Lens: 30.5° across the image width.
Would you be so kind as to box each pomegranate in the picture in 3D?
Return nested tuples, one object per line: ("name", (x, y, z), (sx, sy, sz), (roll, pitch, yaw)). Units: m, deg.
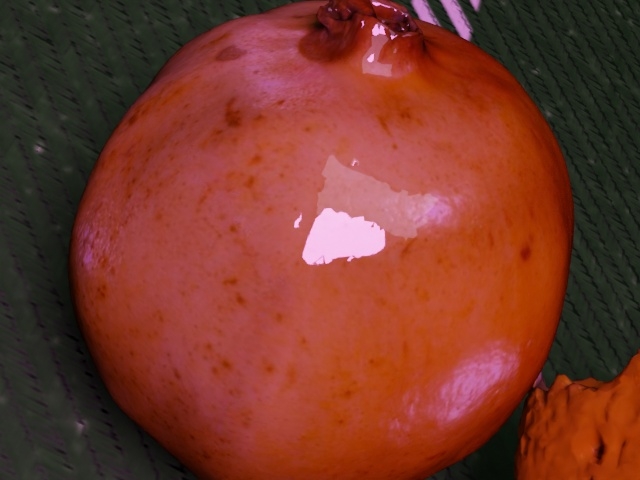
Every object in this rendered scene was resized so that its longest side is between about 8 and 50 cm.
("pomegranate", (0.000, 0.000, 0.595), (0.264, 0.264, 0.264), (14, 57, -22))

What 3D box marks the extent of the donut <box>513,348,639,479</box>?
("donut", (0.284, 0.194, 0.654), (0.435, 0.163, 0.377), (-10, 83, -46))
